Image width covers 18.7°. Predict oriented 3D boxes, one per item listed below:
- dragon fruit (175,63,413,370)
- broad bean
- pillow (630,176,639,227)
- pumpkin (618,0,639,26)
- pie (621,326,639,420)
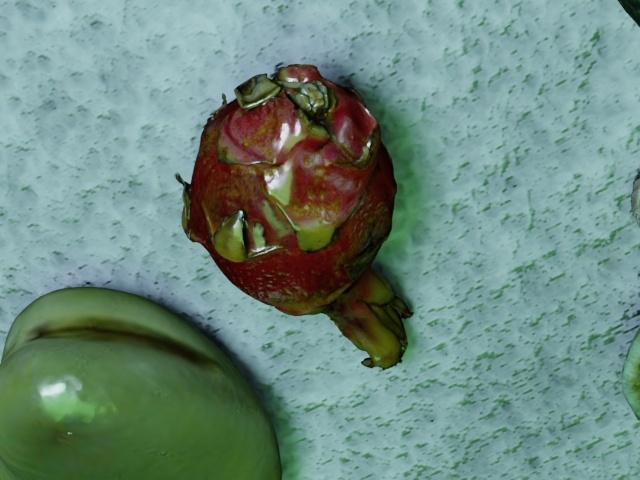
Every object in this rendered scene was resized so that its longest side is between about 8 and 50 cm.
[{"bbox_3d":[0.000,0.000,1.165,0.125,0.125,0.246,4,145,34],"label":"dragon fruit"},{"bbox_3d":[-0.120,0.143,1.258,0.189,0.121,0.263,-11,132,4],"label":"broad bean"},{"bbox_3d":[0.300,-0.044,1.155,0.232,0.038,0.130,-34,115,23],"label":"pillow"},{"bbox_3d":[0.230,-0.186,1.023,0.190,0.146,0.190,1,97,9],"label":"pumpkin"},{"bbox_3d":[0.277,0.067,1.197,0.187,0.041,0.187,-2,132,-2],"label":"pie"}]
